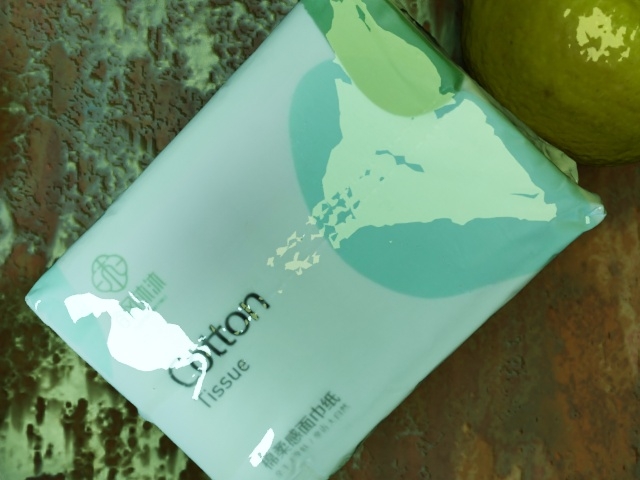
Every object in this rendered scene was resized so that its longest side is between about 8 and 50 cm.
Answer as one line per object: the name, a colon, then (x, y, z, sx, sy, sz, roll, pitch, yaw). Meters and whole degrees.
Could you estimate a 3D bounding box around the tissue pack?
tissue pack: (0.000, 0.001, 1.024, 0.266, 0.194, 0.356, 44, 99, -2)

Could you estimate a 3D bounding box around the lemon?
lemon: (0.218, -0.162, 1.104, 0.257, 0.188, 0.188, 36, 83, -1)
